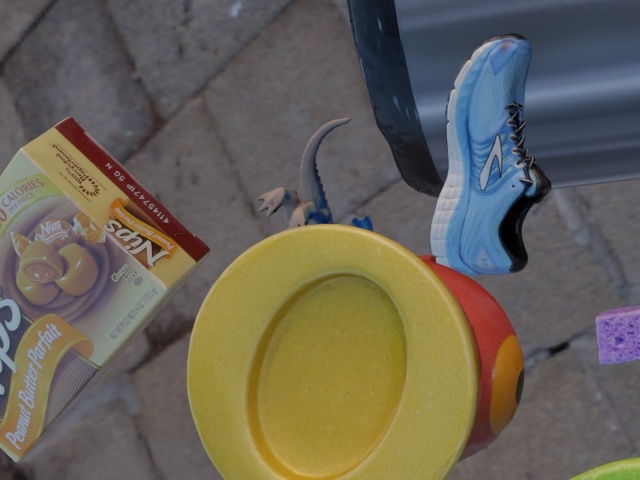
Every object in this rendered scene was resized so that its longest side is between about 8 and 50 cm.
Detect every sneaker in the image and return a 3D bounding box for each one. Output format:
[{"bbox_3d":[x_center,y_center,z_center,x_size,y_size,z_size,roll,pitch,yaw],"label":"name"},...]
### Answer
[{"bbox_3d":[0.123,-0.053,0.921,0.073,0.063,0.162,14,104,36],"label":"sneaker"}]

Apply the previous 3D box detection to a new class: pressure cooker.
[{"bbox_3d":[0.255,-0.233,1.156,0.420,0.375,0.370,-6,94,16],"label":"pressure cooker"}]

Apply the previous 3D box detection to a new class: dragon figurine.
[{"bbox_3d":[0.000,0.000,1.575,0.085,0.144,0.289,24,102,44],"label":"dragon figurine"}]

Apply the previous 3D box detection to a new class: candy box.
[{"bbox_3d":[-0.265,0.054,1.342,0.183,0.087,0.316,45,128,1],"label":"candy box"}]

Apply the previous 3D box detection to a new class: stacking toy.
[{"bbox_3d":[0.060,0.170,0.592,0.279,0.130,0.309,23,99,19],"label":"stacking toy"}]

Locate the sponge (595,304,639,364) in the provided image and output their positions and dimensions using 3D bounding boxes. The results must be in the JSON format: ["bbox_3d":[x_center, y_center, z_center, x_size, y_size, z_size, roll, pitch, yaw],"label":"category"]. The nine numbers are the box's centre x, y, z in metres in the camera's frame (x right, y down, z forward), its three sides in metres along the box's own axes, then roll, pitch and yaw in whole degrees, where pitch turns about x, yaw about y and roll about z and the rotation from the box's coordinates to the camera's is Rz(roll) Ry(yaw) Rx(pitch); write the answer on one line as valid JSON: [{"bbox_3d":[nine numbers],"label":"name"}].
[{"bbox_3d":[0.265,0.038,0.761,0.210,0.117,0.031,-9,85,24],"label":"sponge"}]
